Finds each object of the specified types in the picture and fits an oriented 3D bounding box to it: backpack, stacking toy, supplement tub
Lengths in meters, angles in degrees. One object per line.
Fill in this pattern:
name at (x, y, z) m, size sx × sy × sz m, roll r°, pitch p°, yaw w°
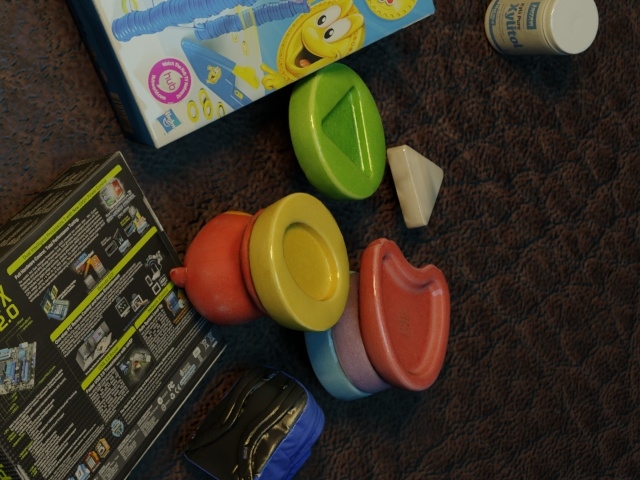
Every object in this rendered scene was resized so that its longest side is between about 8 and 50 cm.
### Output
backpack at (-0.057, 0.186, 1.165) m, size 0.120 × 0.098 × 0.101 m, roll -56°, pitch 149°, yaw -13°
stacking toy at (0.000, 0.000, 1.171) m, size 0.309 × 0.130 × 0.279 m, roll 39°, pitch 48°, yaw -46°
supplement tub at (0.231, -0.230, 1.280) m, size 0.071 × 0.107 × 0.071 m, roll -5°, pitch 99°, yaw -31°

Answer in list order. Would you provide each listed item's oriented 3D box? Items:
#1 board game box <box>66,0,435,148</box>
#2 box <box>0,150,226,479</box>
board game box at (-0.084, -0.283, 1.060) m, size 0.302 × 0.086 × 0.308 m, roll -29°, pitch 112°, yaw -19°
box at (-0.206, 0.085, 1.008) m, size 0.216 × 0.060 × 0.270 m, roll 62°, pitch 37°, yaw -22°
